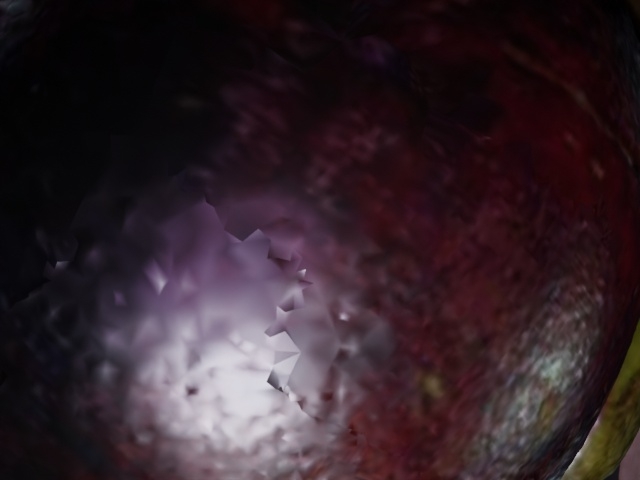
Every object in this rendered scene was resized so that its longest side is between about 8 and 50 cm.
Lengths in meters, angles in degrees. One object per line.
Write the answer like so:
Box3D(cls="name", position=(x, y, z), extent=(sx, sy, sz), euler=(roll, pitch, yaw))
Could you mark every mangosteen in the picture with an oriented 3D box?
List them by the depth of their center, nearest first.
Box3D(cls="mangosteen", position=(-0.011, -0.003, 0.651), extent=(0.300, 0.300, 0.300), euler=(2, 119, 4))
